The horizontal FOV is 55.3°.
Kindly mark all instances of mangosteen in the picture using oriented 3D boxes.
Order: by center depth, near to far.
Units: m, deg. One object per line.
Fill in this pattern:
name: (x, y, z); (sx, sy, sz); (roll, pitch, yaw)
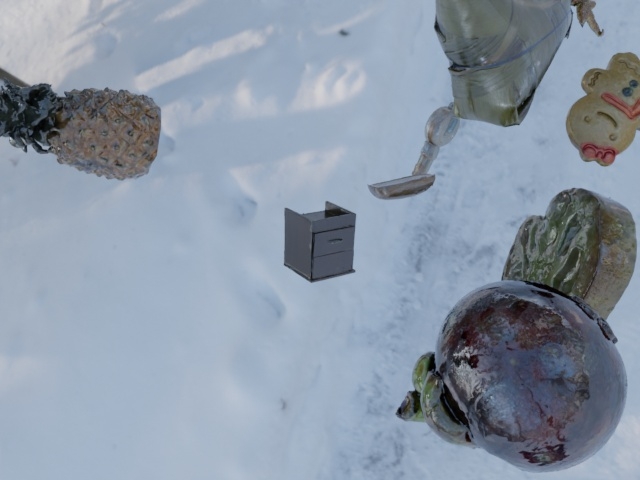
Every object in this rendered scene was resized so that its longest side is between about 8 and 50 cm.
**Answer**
mangosteen: (0.302, 0.233, 0.982); (0.359, 0.306, 0.306); (-45, 51, 13)

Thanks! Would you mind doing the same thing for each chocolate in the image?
chocolate: (0.127, -0.081, 0.945); (0.064, 0.100, 0.031); (-146, 44, -69)

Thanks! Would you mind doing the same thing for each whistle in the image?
whistle: (0.306, -0.262, 1.621); (0.057, 0.107, 0.220); (41, 115, 36)

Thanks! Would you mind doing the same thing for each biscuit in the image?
biscuit: (0.547, -0.246, 1.141); (0.166, 0.036, 0.225); (42, 84, 6)

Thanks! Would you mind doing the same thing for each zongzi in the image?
zongzi: (0.247, -0.331, 0.819); (0.123, 0.289, 0.260); (18, 64, 38)

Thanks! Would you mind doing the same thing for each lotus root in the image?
lotus root: (0.511, 0.084, 1.300); (0.390, 0.111, 0.375); (118, 163, -52)

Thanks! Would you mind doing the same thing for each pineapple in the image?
pineapple: (-0.438, -0.191, 0.994); (0.169, 0.340, 0.169); (-16, 72, 57)

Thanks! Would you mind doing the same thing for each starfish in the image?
starfish: (0.709, -0.657, 1.676); (0.043, 0.240, 0.227); (-35, 8, 37)

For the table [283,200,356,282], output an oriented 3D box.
table: (0.000, 0.000, 1.883); (0.172, 0.169, 0.193); (28, 121, 50)
